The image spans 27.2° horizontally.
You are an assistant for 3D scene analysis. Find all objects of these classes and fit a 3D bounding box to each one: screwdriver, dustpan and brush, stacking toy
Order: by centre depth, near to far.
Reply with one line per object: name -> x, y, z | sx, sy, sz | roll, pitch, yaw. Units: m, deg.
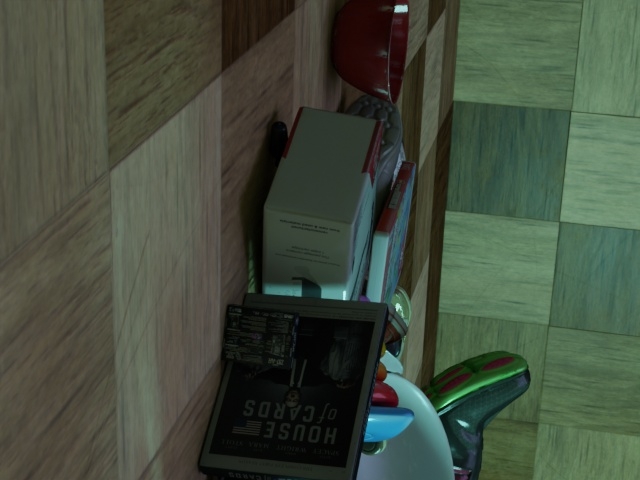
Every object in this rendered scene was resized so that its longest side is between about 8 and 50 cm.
screwdriver -> -0.053, -0.085, 1.695 | 0.170, 0.024, 0.025 | 94, -19, -48
stacking toy -> 0.026, 0.126, 1.859 | 0.175, 0.165, 0.302 | 148, -54, -63
dustpan and brush -> 0.029, 0.144, 2.049 | 0.211, 0.147, 0.060 | 22, 88, -52

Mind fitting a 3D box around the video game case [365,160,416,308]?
video game case -> 0.104, 0.022, 2.030 | 0.285, 0.025, 0.204 | -65, 163, -63

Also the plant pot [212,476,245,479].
plant pot -> -0.050, 0.328, 1.602 | 0.167, 0.167, 0.165 | -72, 171, -46

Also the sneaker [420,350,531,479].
sneaker -> 0.205, 0.383, 2.300 | 0.483, 0.202, 0.185 | -49, -178, 14

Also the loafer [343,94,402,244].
loafer -> 0.057, -0.092, 2.048 | 0.111, 0.112, 0.319 | 101, 5, -54

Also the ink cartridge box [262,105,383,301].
ink cartridge box -> 0.000, 0.000, 1.690 | 0.273, 0.114, 0.197 | 95, 9, -46

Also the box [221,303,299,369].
box -> -0.070, 0.111, 1.536 | 0.018, 0.083, 0.067 | 5, 90, -78

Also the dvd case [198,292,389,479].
dvd case -> -0.027, 0.170, 1.539 | 0.030, 0.179, 0.239 | 76, 23, -51

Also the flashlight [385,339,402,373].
flashlight -> 0.089, 0.251, 2.430 | 0.304, 0.103, 0.103 | -71, 159, -64

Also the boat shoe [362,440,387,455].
boat shoe -> 0.061, 0.222, 1.964 | 0.072, 0.068, 0.190 | -9, 79, -62

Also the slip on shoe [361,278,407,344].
slip on shoe -> 0.077, 0.138, 2.289 | 0.101, 0.123, 0.331 | -46, 169, -1

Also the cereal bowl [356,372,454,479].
cereal bowl -> 0.064, 0.383, 2.084 | 0.339, 0.141, 0.339 | 18, 66, -49

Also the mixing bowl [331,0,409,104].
mixing bowl -> 0.072, -0.300, 1.996 | 0.181, 0.098, 0.181 | 7, 90, -79

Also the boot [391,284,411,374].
boot -> 0.127, 0.207, 2.631 | 0.165, 0.077, 0.213 | -67, 163, -50

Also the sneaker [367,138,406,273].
sneaker -> 0.088, -0.071, 2.228 | 0.145, 0.090, 0.270 | -28, 127, -80
